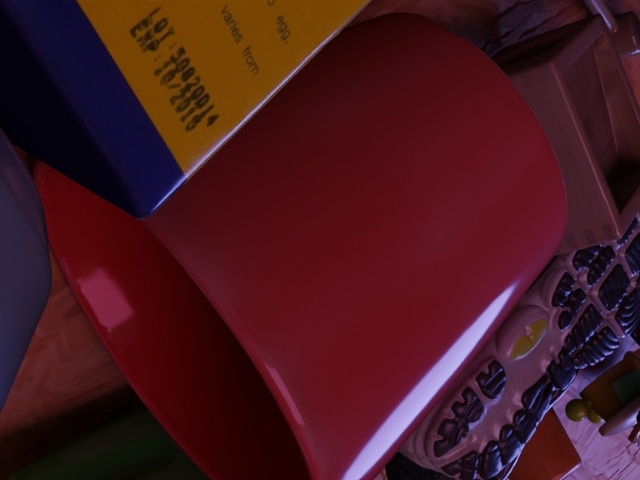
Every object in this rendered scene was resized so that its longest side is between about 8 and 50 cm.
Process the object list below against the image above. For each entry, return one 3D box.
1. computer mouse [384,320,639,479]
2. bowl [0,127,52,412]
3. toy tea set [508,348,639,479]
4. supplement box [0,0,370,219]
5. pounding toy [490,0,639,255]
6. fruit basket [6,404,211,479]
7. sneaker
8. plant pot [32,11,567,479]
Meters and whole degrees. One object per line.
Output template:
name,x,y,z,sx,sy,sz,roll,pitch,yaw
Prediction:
computer mouse,0.176,0.127,1.056,0.184,0.060,0.262,35,84,-7
bowl,-0.249,-0.009,0.613,0.163,0.311,0.312,-51,139,-24
toy tea set,0.281,0.092,1.188,0.336,0.124,0.200,-31,163,-18
supplement box,-0.051,-0.220,0.592,0.356,0.195,0.194,-46,137,-18
pounding toy,0.166,-0.110,0.939,0.206,0.094,0.181,-42,111,-55
fruit basket,-0.039,0.306,0.964,0.392,0.283,0.392,-20,131,-25
sneaker,0.143,0.050,0.973,0.279,0.118,0.107,-41,126,-21
plant pot,0.000,0.000,0.806,0.243,0.275,0.275,-36,135,-22
